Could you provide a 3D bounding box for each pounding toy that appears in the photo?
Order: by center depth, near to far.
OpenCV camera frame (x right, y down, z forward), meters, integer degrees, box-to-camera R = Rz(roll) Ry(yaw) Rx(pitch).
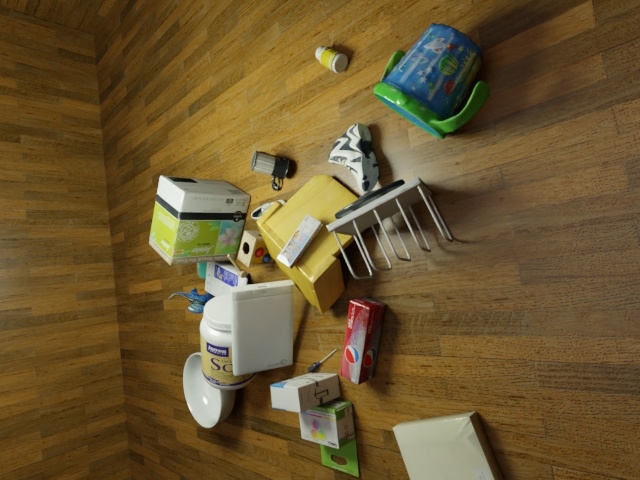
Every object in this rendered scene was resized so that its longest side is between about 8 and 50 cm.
[{"bbox_3d":[-0.278,0.071,1.627,0.094,0.181,0.206,32,113,38],"label":"pounding toy"}]

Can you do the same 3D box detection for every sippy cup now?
[{"bbox_3d":[0.296,-0.425,1.057,0.305,0.240,0.224,37,107,11],"label":"sippy cup"}]

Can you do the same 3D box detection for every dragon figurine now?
[{"bbox_3d":[-0.585,0.292,1.912,0.144,0.289,0.085,-115,40,-73],"label":"dragon figurine"}]

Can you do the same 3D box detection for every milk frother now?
[{"bbox_3d":[-0.210,-0.273,1.582,0.129,0.134,0.143,-128,53,-67],"label":"milk frother"}]

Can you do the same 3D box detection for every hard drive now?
[{"bbox_3d":[-0.216,0.329,1.505,0.047,0.233,0.353,-138,47,-61],"label":"hard drive"}]

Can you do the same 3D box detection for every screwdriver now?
[{"bbox_3d":[0.004,0.445,1.483,0.170,0.025,0.024,-48,61,34],"label":"screwdriver"}]

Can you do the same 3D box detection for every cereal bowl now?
[{"bbox_3d":[-0.505,0.687,1.891,0.339,0.141,0.339,1,92,43],"label":"cereal bowl"}]

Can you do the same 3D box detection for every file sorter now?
[{"bbox_3d":[0.200,-0.020,1.118,0.277,0.193,0.173,-27,76,20],"label":"file sorter"}]

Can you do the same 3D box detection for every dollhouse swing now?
[{"bbox_3d":[0.000,0.000,1.447,0.347,0.305,0.315,43,161,33],"label":"dollhouse swing"}]

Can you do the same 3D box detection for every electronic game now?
[{"bbox_3d":[0.146,-0.121,1.192,0.229,0.229,0.048,-28,89,40],"label":"electronic game"}]

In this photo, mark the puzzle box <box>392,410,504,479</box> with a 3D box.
[{"bbox_3d":[0.387,0.706,1.113,0.272,0.052,0.409,-31,71,39],"label":"puzzle box"}]

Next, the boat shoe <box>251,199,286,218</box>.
[{"bbox_3d":[-0.214,-0.124,1.640,0.184,0.063,0.066,-9,85,43],"label":"boat shoe"}]

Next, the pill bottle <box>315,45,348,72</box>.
[{"bbox_3d":[0.036,-0.630,1.386,0.116,0.065,0.065,43,119,33],"label":"pill bottle"}]

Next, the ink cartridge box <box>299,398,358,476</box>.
[{"bbox_3d":[0.028,0.702,1.421,0.188,0.097,0.255,-11,83,43],"label":"ink cartridge box"}]

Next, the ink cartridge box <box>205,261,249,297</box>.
[{"bbox_3d":[-0.417,0.201,1.844,0.332,0.065,0.165,19,105,43],"label":"ink cartridge box"}]

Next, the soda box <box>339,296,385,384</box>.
[{"bbox_3d":[0.136,0.324,1.307,0.083,0.092,0.263,16,102,43],"label":"soda box"}]

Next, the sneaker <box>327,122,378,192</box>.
[{"bbox_3d":[0.098,-0.253,1.322,0.153,0.094,0.235,-20,78,43],"label":"sneaker"}]

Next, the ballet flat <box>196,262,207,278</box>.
[{"bbox_3d":[-0.576,0.074,1.996,0.073,0.080,0.232,-175,87,-71],"label":"ballet flat"}]

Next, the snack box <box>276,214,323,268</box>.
[{"bbox_3d":[-0.068,0.003,1.308,0.064,0.022,0.178,32,85,31],"label":"snack box"}]

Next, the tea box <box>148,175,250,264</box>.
[{"bbox_3d":[-0.529,-0.089,1.756,0.220,0.329,0.324,33,114,37],"label":"tea box"}]

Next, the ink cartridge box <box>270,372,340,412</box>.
[{"bbox_3d":[-0.052,0.532,1.417,0.148,0.203,0.086,-15,79,42],"label":"ink cartridge box"}]

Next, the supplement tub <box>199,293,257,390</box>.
[{"bbox_3d":[-0.368,0.414,1.646,0.241,0.241,0.331,28,124,39],"label":"supplement tub"}]
